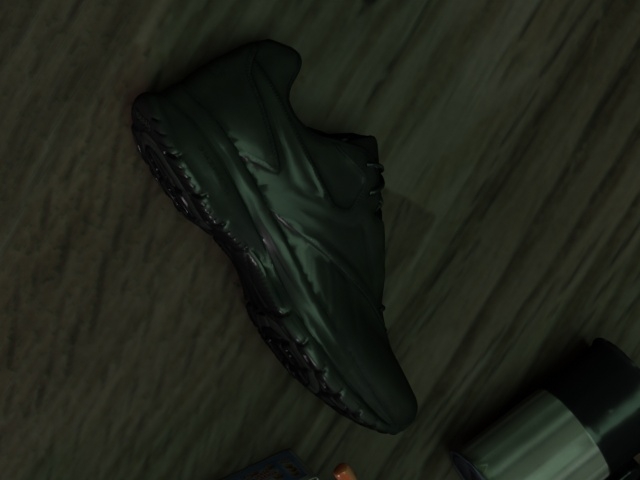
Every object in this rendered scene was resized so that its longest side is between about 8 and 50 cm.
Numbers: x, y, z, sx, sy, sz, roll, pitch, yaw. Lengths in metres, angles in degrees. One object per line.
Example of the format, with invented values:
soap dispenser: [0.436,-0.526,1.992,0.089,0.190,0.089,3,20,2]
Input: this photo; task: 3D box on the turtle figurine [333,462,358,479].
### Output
turtle figurine: [-0.020,0.245,1.310,0.217,0.087,0.269,-29,141,-3]

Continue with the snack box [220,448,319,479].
snack box: [-0.087,0.191,1.296,0.178,0.064,0.022,-24,107,-11]

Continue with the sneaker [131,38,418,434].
sneaker: [0.000,0.000,1.262,0.130,0.109,0.286,-36,113,-14]

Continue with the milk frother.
milk frother: [0.188,0.164,1.337,0.135,0.143,0.129,-37,118,-9]
